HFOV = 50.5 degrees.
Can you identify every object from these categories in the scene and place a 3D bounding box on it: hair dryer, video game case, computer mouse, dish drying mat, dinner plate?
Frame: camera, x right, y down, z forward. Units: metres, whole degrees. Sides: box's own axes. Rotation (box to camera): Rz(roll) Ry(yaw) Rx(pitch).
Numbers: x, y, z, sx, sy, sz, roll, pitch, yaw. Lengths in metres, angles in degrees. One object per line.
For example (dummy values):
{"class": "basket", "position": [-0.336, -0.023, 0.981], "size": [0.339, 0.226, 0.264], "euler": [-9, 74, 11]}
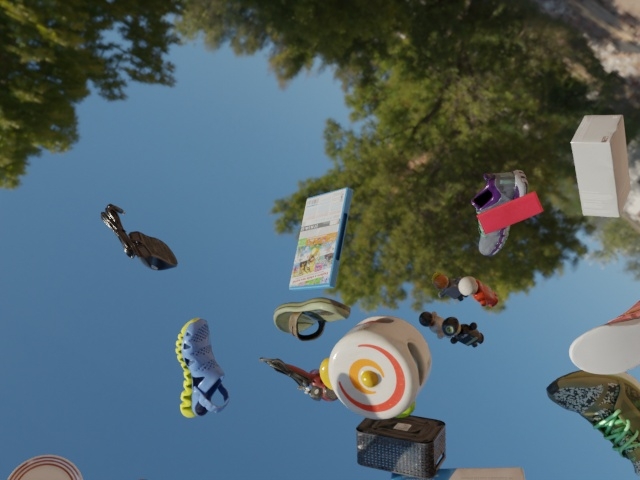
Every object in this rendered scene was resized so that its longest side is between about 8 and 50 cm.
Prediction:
{"class": "hair dryer", "position": [-0.036, 0.384, 1.957], "size": [0.224, 0.080, 0.293], "euler": [32, 175, 23]}
{"class": "video game case", "position": [0.000, 0.000, 1.125], "size": [0.015, 0.166, 0.119], "euler": [21, 162, -32]}
{"class": "computer mouse", "position": [-0.487, 0.000, 1.784], "size": [0.184, 0.060, 0.262], "euler": [54, -174, 17]}
{"class": "dish drying mat", "position": [0.258, -0.037, 0.925], "size": [0.032, 0.083, 0.008], "euler": [62, -162, -16]}
{"class": "dinner plate", "position": [-0.510, 0.468, 1.252], "size": [0.141, 0.141, 0.017], "euler": [31, 160, -14]}

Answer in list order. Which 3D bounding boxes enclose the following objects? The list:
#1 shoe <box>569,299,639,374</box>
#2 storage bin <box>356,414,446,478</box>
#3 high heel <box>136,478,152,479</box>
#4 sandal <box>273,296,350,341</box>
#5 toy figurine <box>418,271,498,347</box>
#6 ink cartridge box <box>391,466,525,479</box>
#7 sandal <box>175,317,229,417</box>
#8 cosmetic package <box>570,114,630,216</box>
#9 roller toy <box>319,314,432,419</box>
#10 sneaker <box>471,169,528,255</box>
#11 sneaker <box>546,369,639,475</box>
{"class": "shoe", "position": [0.408, 0.120, 0.883], "size": [0.081, 0.178, 0.063], "euler": [-26, -85, -81]}
{"class": "storage bin", "position": [0.179, 0.449, 1.508], "size": [0.180, 0.084, 0.122], "euler": [2, -169, 27]}
{"class": "high heel", "position": [-0.291, 0.543, 1.418], "size": [0.186, 0.093, 0.261], "euler": [33, 166, 5]}
{"class": "sandal", "position": [-0.035, 0.209, 1.725], "size": [0.120, 0.303, 0.086], "euler": [18, -111, -24]}
{"class": "toy figurine", "position": [0.416, 0.209, 2.094], "size": [0.148, 0.213, 0.209], "euler": [27, 173, -29]}
{"class": "ink cartridge box", "position": [0.283, 0.663, 1.348], "size": [0.286, 0.166, 0.395], "euler": [-5, -149, 12]}
{"class": "sandal", "position": [-0.333, 0.377, 1.977], "size": [0.138, 0.317, 0.126], "euler": [7, -160, 30]}
{"class": "cosmetic package", "position": [0.715, -0.188, 1.720], "size": [0.127, 0.107, 0.238], "euler": [-51, -51, -35]}
{"class": "roller toy", "position": [0.118, 0.258, 1.387], "size": [0.209, 0.191, 0.146], "euler": [31, -158, 15]}
{"class": "sneaker", "position": [0.349, -0.059, 1.420], "size": [0.098, 0.223, 0.083], "euler": [2, -138, -10]}
{"class": "sneaker", "position": [0.703, 0.429, 1.533], "size": [0.410, 0.158, 0.182], "euler": [25, -139, -6]}
